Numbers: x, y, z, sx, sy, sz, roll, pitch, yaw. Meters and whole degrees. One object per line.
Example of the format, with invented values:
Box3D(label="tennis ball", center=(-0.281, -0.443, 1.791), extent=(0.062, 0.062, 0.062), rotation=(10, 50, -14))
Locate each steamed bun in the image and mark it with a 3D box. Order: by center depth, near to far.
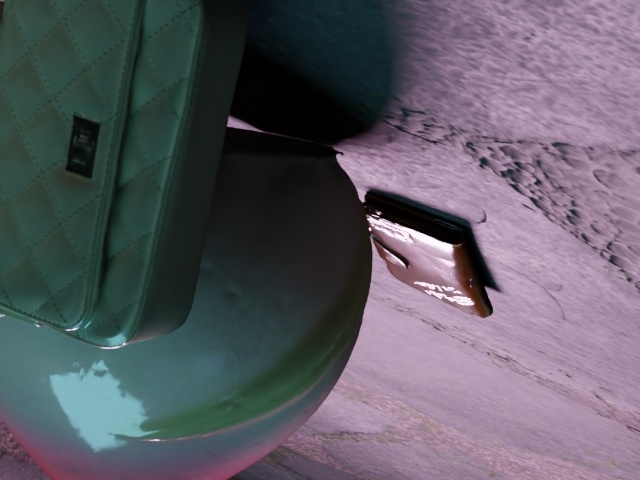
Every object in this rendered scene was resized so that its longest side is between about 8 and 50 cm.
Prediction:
Box3D(label="steamed bun", center=(-0.117, 0.059, 1.360), extent=(0.309, 0.309, 0.309), rotation=(24, 168, 6))

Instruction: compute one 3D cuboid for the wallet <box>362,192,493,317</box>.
Box3D(label="wallet", center=(0.084, 0.015, 1.529), extent=(0.095, 0.026, 0.176), rotation=(23, 167, 18))

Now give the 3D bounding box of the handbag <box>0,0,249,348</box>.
Box3D(label="handbag", center=(-0.165, -0.071, 1.165), extent=(0.219, 0.256, 0.079), rotation=(16, -167, 23))

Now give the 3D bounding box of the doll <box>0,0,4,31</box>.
Box3D(label="doll", center=(-0.289, -0.154, 1.344), extent=(0.311, 0.159, 0.242), rotation=(1, 153, 1))
